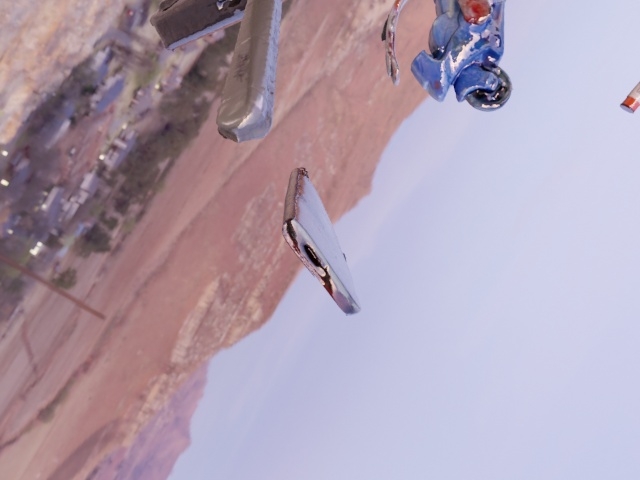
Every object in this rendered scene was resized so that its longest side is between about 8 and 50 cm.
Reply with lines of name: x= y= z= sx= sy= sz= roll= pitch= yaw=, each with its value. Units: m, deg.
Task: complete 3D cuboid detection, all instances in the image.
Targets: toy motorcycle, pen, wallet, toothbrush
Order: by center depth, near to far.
toothbrush: x=-0.037 y=-0.166 z=0.500 sx=0.030 sy=0.030 sz=0.297 roll=82 pitch=8 yaw=-47
wallet: x=0.000 y=0.000 z=0.854 sx=0.031 sy=0.137 sz=0.255 roll=-28 pitch=-166 yaw=7
pen: x=0.517 y=-0.275 z=1.084 sx=0.218 sy=0.026 sz=0.026 roll=-51 pitch=-175 yaw=4
toy motorcycle: x=0.252 y=-0.399 z=1.473 sx=0.182 sy=0.241 sz=0.318 roll=29 pitch=59 yaw=-60

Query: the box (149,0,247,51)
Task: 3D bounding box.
box: x=-0.072 y=-0.441 z=1.215 sx=0.351 sy=0.091 sz=0.359 roll=-11 pitch=-151 yaw=36
